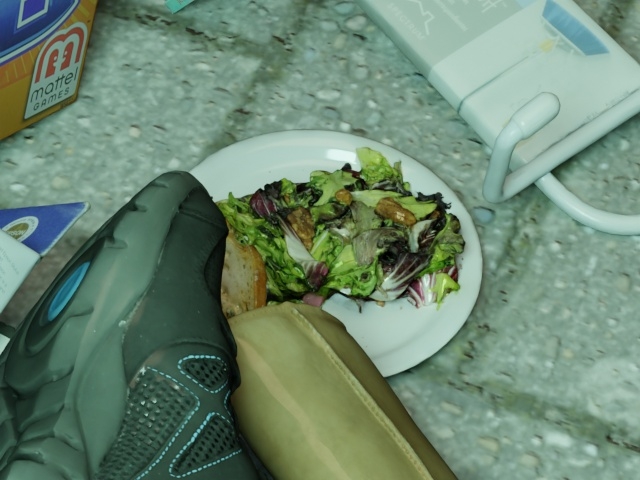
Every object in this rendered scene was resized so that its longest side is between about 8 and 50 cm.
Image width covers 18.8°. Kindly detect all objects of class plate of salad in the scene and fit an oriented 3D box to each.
[{"bbox_3d":[0.000,0.000,1.162,0.200,0.048,0.199,3,49,-3],"label":"plate of salad"}]

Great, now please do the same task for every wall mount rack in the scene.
[{"bbox_3d":[0.161,-0.186,1.252,0.304,0.130,0.350,-34,69,-21],"label":"wall mount rack"}]

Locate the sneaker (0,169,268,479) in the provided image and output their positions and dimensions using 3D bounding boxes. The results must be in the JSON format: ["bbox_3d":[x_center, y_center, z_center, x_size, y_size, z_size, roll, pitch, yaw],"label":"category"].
[{"bbox_3d":[-0.086,0.101,0.898,0.140,0.125,0.341,33,37,-15],"label":"sneaker"}]

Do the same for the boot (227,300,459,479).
[{"bbox_3d":[0.020,0.146,0.949,0.089,0.236,0.269,-42,65,10],"label":"boot"}]

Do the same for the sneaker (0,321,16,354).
[{"bbox_3d":[-0.165,0.171,0.960,0.178,0.123,0.295,-28,59,-37],"label":"sneaker"}]

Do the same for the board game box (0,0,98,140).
[{"bbox_3d":[-0.346,-0.246,1.070,0.356,0.356,0.356,31,35,18],"label":"board game box"}]

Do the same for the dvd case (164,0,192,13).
[{"bbox_3d":[-0.051,-0.208,1.311,0.013,0.087,0.119,47,51,-15],"label":"dvd case"}]

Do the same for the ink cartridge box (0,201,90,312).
[{"bbox_3d":[-0.263,0.044,1.027,0.223,0.045,0.224,-4,39,37],"label":"ink cartridge box"}]
